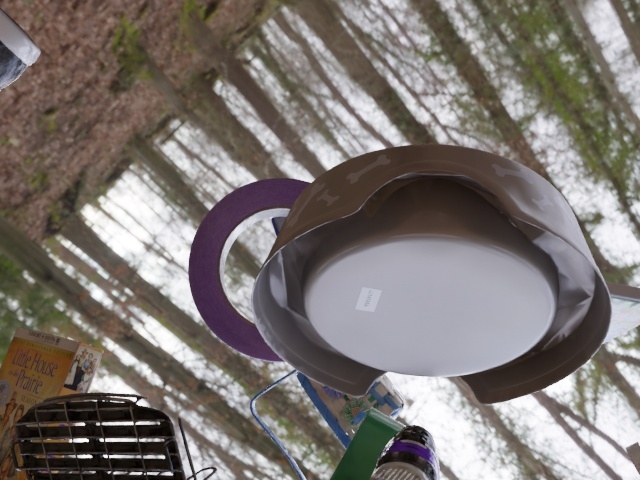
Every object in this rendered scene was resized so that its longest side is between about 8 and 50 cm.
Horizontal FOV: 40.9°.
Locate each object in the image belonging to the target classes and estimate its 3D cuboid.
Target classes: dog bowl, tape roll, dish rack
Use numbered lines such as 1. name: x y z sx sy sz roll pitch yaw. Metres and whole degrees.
1. dog bowl: 0.109 0.043 0.872 0.348 0.349 0.102 -21 -137 29
2. tape roll: 0.037 0.430 1.399 0.077 0.321 0.321 28 -110 8
3. dish rack: -0.156 0.254 0.731 0.208 0.272 0.074 -8 -172 29
4. tape roll: -0.060 0.046 1.306 0.275 0.275 0.090 -49 177 -7

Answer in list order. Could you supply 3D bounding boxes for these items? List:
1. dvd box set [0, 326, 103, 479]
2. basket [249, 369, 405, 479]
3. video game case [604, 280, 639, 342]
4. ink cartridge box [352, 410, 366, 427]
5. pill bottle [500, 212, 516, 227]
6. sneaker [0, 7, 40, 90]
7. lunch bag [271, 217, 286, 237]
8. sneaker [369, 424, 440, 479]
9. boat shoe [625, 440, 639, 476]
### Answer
1. dvd box set: -0.575 0.381 1.626 0.307 0.062 0.420 2 -111 50
2. basket: 0.019 0.368 1.867 0.289 0.201 0.255 -42 -100 10
3. video game case: 0.373 0.105 1.270 0.193 0.212 0.023 125 -28 -61
4. ink cartridge box: 0.105 0.385 1.720 0.028 0.048 0.083 -44 -125 -1
5. pill bottle: 0.310 -0.022 1.684 0.160 0.160 0.283 -45 -107 -2
6. sneaker: -0.351 -0.191 0.700 0.121 0.217 0.079 -46 -167 -2
7. lunch bag: 0.000 0.000 1.490 0.128 0.096 0.151 -32 -138 9
8. sneaker: 0.109 0.367 1.130 0.102 0.293 0.146 14 -149 9
9. boat shoe: 0.524 0.355 1.145 0.091 0.305 0.109 -38 -156 15
